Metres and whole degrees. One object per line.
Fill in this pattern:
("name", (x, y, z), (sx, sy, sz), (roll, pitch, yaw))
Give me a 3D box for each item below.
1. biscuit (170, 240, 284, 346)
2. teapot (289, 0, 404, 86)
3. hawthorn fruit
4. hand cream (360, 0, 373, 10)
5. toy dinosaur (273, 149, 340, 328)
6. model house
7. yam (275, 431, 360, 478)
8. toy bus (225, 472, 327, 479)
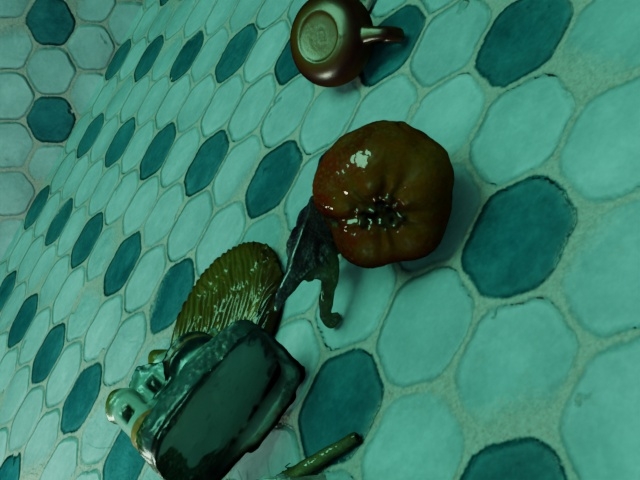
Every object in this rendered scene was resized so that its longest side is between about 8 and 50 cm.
("biscuit", (-0.179, 0.145, 1.403), (0.318, 0.040, 0.318), (-34, 40, 34))
("teapot", (0.050, -0.382, 1.448), (0.252, 0.135, 0.178), (5, 102, 35))
("hawthorn fruit", (0.092, -0.086, 1.101), (0.207, 0.207, 0.243), (-40, 17, 27))
("hand cream", (0.032, -0.479, 1.613), (0.209, 0.043, 0.067), (15, 77, 50))
("toy dinosaur", (-0.007, -0.001, 1.175), (0.077, 0.162, 0.294), (-4, 57, 15))
("model house", (-0.213, 0.220, 1.186), (0.291, 0.184, 0.253), (18, 64, 47))
("yam", (-0.032, 0.325, 1.077), (0.234, 0.027, 0.029), (-39, 70, 28))
("toy bus", (-0.123, 0.414, 1.057), (0.342, 0.097, 0.138), (-35, 61, 32))
